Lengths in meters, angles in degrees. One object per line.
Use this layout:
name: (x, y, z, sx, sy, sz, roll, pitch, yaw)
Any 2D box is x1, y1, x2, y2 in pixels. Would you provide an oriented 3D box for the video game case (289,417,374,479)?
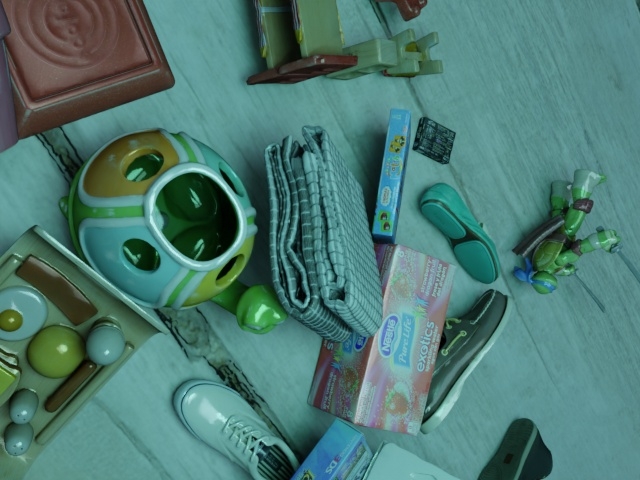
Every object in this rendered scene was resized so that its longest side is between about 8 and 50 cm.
video game case: (-0.004, 0.456, 1.080, 0.269, 0.061, 0.244, -49, 143, -23)

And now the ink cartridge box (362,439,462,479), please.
ink cartridge box: (0.201, 0.463, 1.122, 0.117, 0.201, 0.278, -59, 145, -17)

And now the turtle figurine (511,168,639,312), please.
turtle figurine: (0.560, 0.005, 1.411, 0.198, 0.274, 0.267, 41, 61, -62)

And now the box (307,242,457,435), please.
box: (0.107, 0.164, 1.152, 0.142, 0.154, 0.300, 20, 81, -30)

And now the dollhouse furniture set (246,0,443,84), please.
dollhouse furniture set: (0.039, -0.375, 1.135, 0.374, 0.152, 0.202, -14, 97, -48)

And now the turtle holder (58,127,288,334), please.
turtle holder: (-0.198, 0.003, 0.918, 0.243, 0.227, 0.321, -19, 100, -31)

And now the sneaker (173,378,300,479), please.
sneaker: (-0.117, 0.307, 1.050, 0.258, 0.091, 0.094, 44, 69, -24)

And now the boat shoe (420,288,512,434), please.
boat shoe: (0.252, 0.208, 1.268, 0.096, 0.116, 0.324, 38, 70, 4)

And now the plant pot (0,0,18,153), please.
plant pot: (-0.454, -0.186, 0.791, 0.201, 0.201, 0.180, -26, 119, -29)

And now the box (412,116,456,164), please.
box: (0.222, -0.194, 1.299, 0.083, 0.018, 0.067, 19, 80, -30)

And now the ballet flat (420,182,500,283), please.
ballet flat: (0.287, -0.022, 1.308, 0.247, 0.083, 0.087, 47, 53, -25)

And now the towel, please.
towel: (0.000, 0.000, 1.005, 0.235, 0.121, 0.284, 46, 31, -65)

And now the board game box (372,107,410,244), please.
board game box: (0.127, -0.104, 1.168, 0.039, 0.160, 0.212, 9, 84, 9)

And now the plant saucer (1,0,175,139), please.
plant saucer: (-0.355, -0.304, 0.926, 0.259, 0.047, 0.259, -28, 104, -28)

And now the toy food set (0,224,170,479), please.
toy food set: (-0.376, 0.159, 0.850, 0.306, 0.092, 0.220, -47, 114, -2)

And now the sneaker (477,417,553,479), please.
sneaker: (0.411, 0.493, 1.383, 0.118, 0.083, 0.222, 50, 65, -22)
